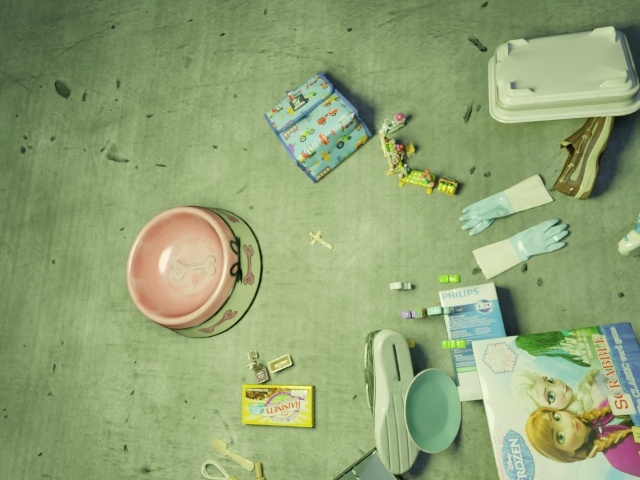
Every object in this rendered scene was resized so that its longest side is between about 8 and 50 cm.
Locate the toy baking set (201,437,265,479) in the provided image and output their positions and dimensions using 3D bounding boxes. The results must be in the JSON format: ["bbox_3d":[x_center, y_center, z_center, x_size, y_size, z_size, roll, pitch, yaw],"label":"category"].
[{"bbox_3d":[-0.235,0.671,1.226,0.197,0.030,0.256,-9,76,16],"label":"toy baking set"}]

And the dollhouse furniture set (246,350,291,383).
[{"bbox_3d":[-0.147,0.322,1.243,0.114,0.081,0.091,-24,58,3],"label":"dollhouse furniture set"}]

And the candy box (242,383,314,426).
[{"bbox_3d":[-0.116,0.448,1.238,0.206,0.027,0.105,-5,79,17],"label":"candy box"}]

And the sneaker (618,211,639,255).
[{"bbox_3d":[0.768,-0.066,1.040,0.240,0.091,0.126,-33,52,9],"label":"sneaker"}]

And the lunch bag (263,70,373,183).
[{"bbox_3d":[-0.025,-0.357,1.346,0.221,0.138,0.293,-38,57,8],"label":"lunch bag"}]

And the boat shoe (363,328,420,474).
[{"bbox_3d":[0.173,0.382,1.113,0.121,0.119,0.335,0,84,-17],"label":"boat shoe"}]

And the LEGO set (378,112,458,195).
[{"bbox_3d":[0.240,-0.216,1.221,0.132,0.107,0.287,-37,70,8],"label":"LEGO set"}]

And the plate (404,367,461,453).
[{"bbox_3d":[0.260,0.397,1.067,0.024,0.188,0.188,-19,68,56],"label":"plate"}]

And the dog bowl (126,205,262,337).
[{"bbox_3d":[-0.387,0.081,1.341,0.408,0.150,0.408,-4,76,17],"label":"dog bowl"}]

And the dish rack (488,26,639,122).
[{"bbox_3d":[0.592,-0.420,1.120,0.333,0.072,0.285,-1,58,19],"label":"dish rack"}]

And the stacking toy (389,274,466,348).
[{"bbox_3d":[0.259,0.177,1.107,0.221,0.052,0.167,-18,69,51],"label":"stacking toy"}]

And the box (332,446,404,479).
[{"bbox_3d":[0.138,0.650,1.093,0.183,0.059,0.232,-40,70,5],"label":"box"}]

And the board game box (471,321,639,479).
[{"bbox_3d":[0.497,0.343,0.913,0.318,0.066,0.318,-12,59,15],"label":"board game box"}]

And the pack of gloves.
[{"bbox_3d":[0.481,-0.039,1.137,0.232,0.046,0.195,-26,71,12],"label":"pack of gloves"}]

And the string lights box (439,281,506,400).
[{"bbox_3d":[0.377,0.241,1.093,0.133,0.077,0.259,-11,75,16],"label":"string lights box"}]

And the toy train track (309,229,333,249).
[{"bbox_3d":[0.000,0.000,1.303,0.083,0.014,0.048,33,90,21],"label":"toy train track"}]

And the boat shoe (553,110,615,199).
[{"bbox_3d":[0.632,-0.232,1.099,0.095,0.095,0.257,17,84,15],"label":"boat shoe"}]
